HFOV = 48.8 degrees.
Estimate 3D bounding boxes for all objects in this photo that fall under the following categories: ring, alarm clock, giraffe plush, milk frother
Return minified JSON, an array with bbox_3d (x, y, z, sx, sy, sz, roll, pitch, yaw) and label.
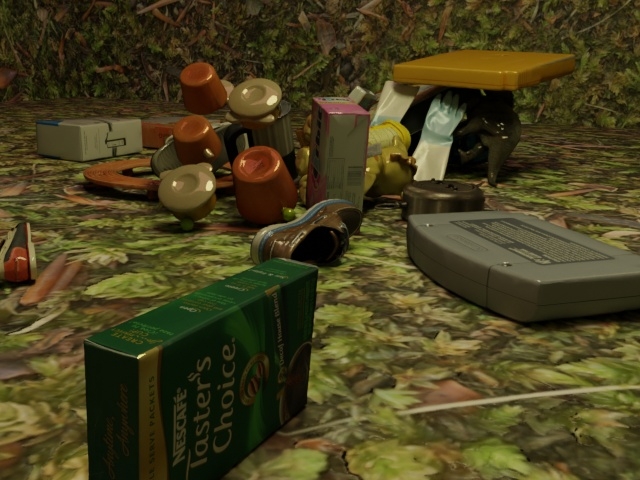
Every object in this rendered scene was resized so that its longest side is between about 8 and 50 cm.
[{"bbox_3d":[-0.279,-0.122,1.355,0.336,0.032,0.336,1,14,0],"label":"ring"},{"bbox_3d":[0.177,-0.061,1.120,0.191,0.064,0.129,-7,17,-18],"label":"alarm clock"},{"bbox_3d":[0.082,-0.130,1.204,0.170,0.182,0.210,10,2,-43],"label":"giraffe plush"},{"bbox_3d":[-0.084,-0.151,1.224,0.129,0.135,0.143,-30,42,-27],"label":"milk frother"}]

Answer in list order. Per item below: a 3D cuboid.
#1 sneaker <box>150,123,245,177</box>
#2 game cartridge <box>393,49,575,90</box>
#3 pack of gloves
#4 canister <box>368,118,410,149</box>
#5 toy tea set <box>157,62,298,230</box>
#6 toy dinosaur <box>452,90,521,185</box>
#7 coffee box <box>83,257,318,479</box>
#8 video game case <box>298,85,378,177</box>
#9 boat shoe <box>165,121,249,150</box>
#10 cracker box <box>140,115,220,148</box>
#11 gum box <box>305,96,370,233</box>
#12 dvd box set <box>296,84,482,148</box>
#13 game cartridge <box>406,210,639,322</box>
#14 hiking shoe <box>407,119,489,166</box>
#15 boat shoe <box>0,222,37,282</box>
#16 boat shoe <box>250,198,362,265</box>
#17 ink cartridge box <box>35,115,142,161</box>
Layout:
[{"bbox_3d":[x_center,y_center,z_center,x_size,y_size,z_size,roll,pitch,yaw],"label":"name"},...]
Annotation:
[{"bbox_3d":[-0.244,-0.146,1.278,0.118,0.083,0.222,-11,12,37],"label":"sneaker"},{"bbox_3d":[0.364,-0.376,1.556,0.285,0.053,0.323,15,28,37],"label":"game cartridge"},{"bbox_3d":[0.189,-0.239,1.476,0.195,0.232,0.046,13,-22,22],"label":"pack of gloves"},{"bbox_3d":[0.083,-0.162,1.359,0.169,0.126,0.073,-17,53,-44],"label":"canister"},{"bbox_3d":[-0.140,-0.143,1.116,0.199,0.124,0.336,-7,54,4],"label":"toy tea set"},{"bbox_3d":[0.360,-0.247,1.505,0.160,0.121,0.314,-17,37,12],"label":"toy dinosaur"},{"bbox_3d":[-0.064,0.086,0.436,0.040,0.113,0.184,13,17,26],"label":"coffee box"},{"bbox_3d":[0.036,-0.223,1.443,0.025,0.204,0.285,39,14,1],"label":"video game case"},{"bbox_3d":[-0.237,-0.218,1.609,0.277,0.098,0.096,0,12,33],"label":"boat shoe"},{"bbox_3d":[-0.399,-0.297,1.933,0.155,0.067,0.232,9,17,22],"label":"cracker box"},{"bbox_3d":[0.022,-0.105,1.030,0.062,0.189,0.107,-1,22,-13],"label":"gum box"},{"bbox_3d":[0.155,-0.314,1.771,0.307,0.062,0.420,-28,18,-20],"label":"dvd box set"},{"bbox_3d":[0.226,0.021,0.827,0.198,0.062,0.297,-7,17,-16],"label":"game cartridge"},{"bbox_3d":[0.290,-0.213,1.649,0.303,0.113,0.132,-2,19,25],"label":"hiking shoe"},{"bbox_3d":[-0.351,0.013,0.808,0.043,0.049,0.137,-7,22,-23],"label":"boat shoe"},{"bbox_3d":[0.000,0.000,0.875,0.066,0.066,0.183,20,33,37],"label":"boat shoe"},{"bbox_3d":[-0.549,-0.247,1.689,0.148,0.086,0.203,9,17,26],"label":"ink cartridge box"}]
